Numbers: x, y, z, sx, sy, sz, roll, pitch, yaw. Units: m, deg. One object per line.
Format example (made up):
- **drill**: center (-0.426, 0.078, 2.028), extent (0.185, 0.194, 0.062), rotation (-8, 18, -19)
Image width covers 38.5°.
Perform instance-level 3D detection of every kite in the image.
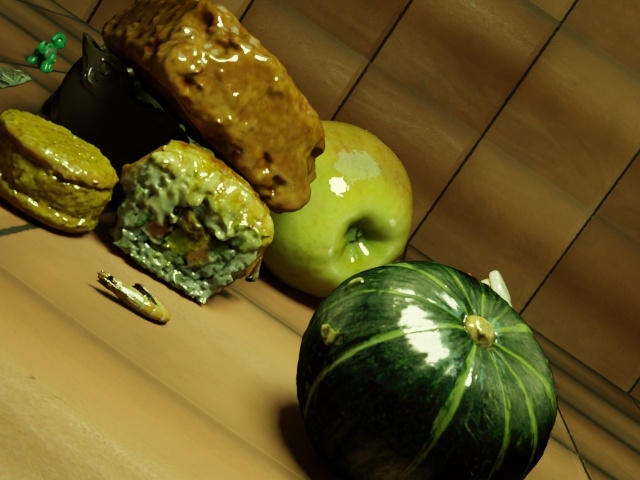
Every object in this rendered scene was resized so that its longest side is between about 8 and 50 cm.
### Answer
- **kite**: center (-0.706, -0.379, 1.840), extent (0.314, 0.011, 0.335), rotation (41, 11, 37)

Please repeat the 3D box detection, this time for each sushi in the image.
- **sushi**: center (-0.178, -0.020, 1.333), extent (0.274, 0.184, 0.139), rotation (38, 11, -17)

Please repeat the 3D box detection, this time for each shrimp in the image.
- **shrimp**: center (-0.239, 0.066, 1.160), extent (0.114, 0.023, 0.083), rotation (36, 5, -24)

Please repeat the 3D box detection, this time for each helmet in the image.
- **helmet**: center (-0.346, -0.183, 1.520), extent (0.305, 0.177, 0.225), rotation (44, -3, 15)

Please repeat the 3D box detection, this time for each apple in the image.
- **apple**: center (0.016, -0.059, 1.703), extent (0.338, 0.338, 0.305), rotation (30, 8, -26)

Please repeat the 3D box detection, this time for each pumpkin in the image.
- **pumpkin**: center (0.125, 0.171, 1.098), extent (0.323, 0.241, 0.323), rotation (26, 30, -16)

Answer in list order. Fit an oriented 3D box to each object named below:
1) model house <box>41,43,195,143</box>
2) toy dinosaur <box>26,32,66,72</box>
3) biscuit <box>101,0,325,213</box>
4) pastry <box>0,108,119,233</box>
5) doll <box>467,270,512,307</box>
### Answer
- **model house**: center (-0.392, -0.329, 1.870), extent (0.282, 0.317, 0.297), rotation (45, 1, 34)
- **toy dinosaur**: center (-0.643, -0.452, 2.164), extent (0.059, 0.096, 0.132), rotation (33, 7, -3)
- **biscuit**: center (-0.167, -0.239, 1.490), extent (0.342, 0.166, 0.395), rotation (52, -8, -34)
- **pastry**: center (-0.374, -0.095, 1.253), extent (0.189, 0.103, 0.189), rotation (33, 9, -6)
- **doll**: center (0.137, 0.133, 1.332), extent (0.129, 0.290, 0.161), rotation (61, 14, -13)
